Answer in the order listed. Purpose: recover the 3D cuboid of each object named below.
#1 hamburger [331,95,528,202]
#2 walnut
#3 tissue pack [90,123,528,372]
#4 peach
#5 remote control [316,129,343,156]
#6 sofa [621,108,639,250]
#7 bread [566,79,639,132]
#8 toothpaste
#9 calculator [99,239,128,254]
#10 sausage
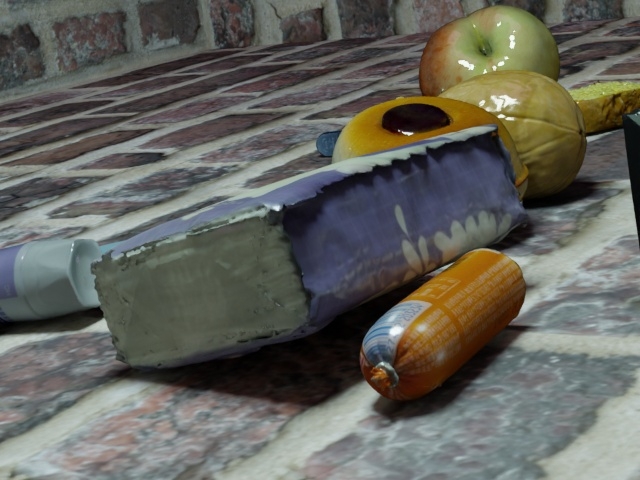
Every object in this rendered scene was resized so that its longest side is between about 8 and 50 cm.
[{"bbox_3d":[0.115,-0.068,1.495,0.237,0.147,0.237,-6,26,3],"label":"hamburger"},{"bbox_3d":[0.219,-0.124,1.643,0.197,0.165,0.165,-7,11,36],"label":"walnut"},{"bbox_3d":[0.000,0.000,1.230,0.242,0.125,0.344,-18,3,41],"label":"tissue pack"},{"bbox_3d":[0.262,-0.248,2.120,0.232,0.232,0.232,-7,13,2],"label":"peach"},{"bbox_3d":[0.066,-0.151,2.084,0.152,0.043,0.027,-2,7,25],"label":"remote control"},{"bbox_3d":[0.326,-0.049,1.282,0.060,0.147,0.085,-11,14,0],"label":"sofa"},{"bbox_3d":[0.419,-0.200,2.047,0.187,0.065,0.103,-19,16,-34],"label":"bread"},{"bbox_3d":[-0.394,0.054,1.434,0.371,0.080,0.125,-7,13,23],"label":"toothpaste"},{"bbox_3d":[-0.137,0.024,1.467,0.303,0.042,0.188,-7,12,12],"label":"calculator"},{"bbox_3d":[0.092,0.069,1.091,0.071,0.071,0.234,0,15,29],"label":"sausage"}]
